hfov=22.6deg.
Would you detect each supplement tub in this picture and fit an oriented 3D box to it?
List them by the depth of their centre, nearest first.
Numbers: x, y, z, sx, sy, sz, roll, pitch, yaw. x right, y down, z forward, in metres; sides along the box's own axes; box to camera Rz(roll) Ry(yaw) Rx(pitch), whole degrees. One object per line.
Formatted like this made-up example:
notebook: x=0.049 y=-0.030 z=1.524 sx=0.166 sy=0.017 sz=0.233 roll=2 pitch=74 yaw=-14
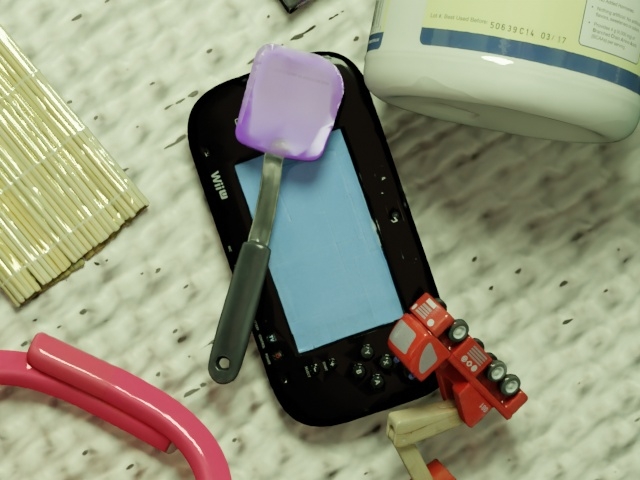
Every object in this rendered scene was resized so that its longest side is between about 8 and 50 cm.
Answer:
supplement tub: x=0.176 y=-0.259 z=1.333 sx=0.235 sy=0.235 sz=0.325 roll=11 pitch=90 yaw=-3

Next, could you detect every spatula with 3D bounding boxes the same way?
spatula: x=-0.050 y=-0.018 z=1.377 sx=0.084 sy=0.030 sz=0.296 roll=15 pitch=97 yaw=10

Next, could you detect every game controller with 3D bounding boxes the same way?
game controller: x=0.000 y=0.000 z=1.409 sx=0.166 sy=0.067 sz=0.319 roll=-19 pitch=90 yaw=-3

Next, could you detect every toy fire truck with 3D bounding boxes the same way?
toy fire truck: x=0.103 y=0.146 z=1.373 sx=0.135 sy=0.047 sz=0.192 roll=-45 pitch=127 yaw=0

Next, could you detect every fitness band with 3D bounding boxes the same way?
fitness band: x=-0.216 y=0.193 z=1.344 sx=0.291 sy=0.054 sz=0.209 roll=26 pitch=47 yaw=-1

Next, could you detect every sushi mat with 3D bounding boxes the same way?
sushi mat: x=-0.307 y=-0.104 z=1.416 sx=0.151 sy=0.019 sz=0.316 roll=-40 pitch=92 yaw=-3

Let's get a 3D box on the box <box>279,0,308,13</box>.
box: x=0.004 y=-0.296 z=1.426 sx=0.162 sy=0.029 sz=0.116 roll=-37 pitch=92 yaw=-4
